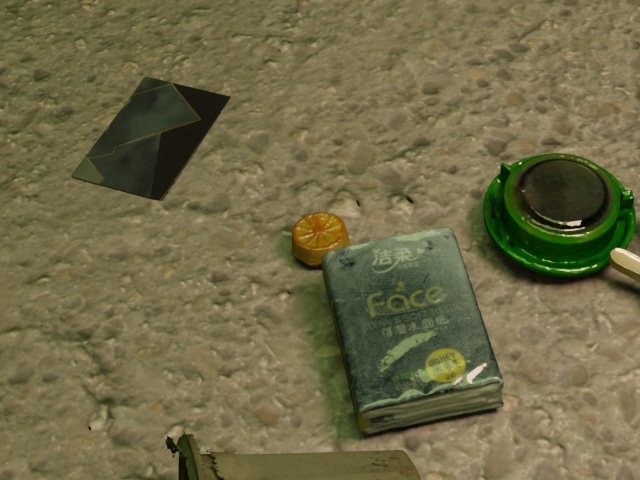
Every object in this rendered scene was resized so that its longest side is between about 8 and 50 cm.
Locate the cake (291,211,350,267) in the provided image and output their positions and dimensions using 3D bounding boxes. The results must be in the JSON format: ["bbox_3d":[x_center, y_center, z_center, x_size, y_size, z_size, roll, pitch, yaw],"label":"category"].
[{"bbox_3d":[0.000,0.000,1.717,0.084,0.044,0.084,-3,48,4],"label":"cake"}]

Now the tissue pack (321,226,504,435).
[{"bbox_3d":[0.114,0.114,1.578,0.185,0.081,0.257,-11,50,-2],"label":"tissue pack"}]

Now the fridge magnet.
[{"bbox_3d":[0.327,-0.041,1.677,0.208,0.088,0.208,-1,54,2],"label":"fridge magnet"}]

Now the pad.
[{"bbox_3d":[-0.263,-0.165,1.923,0.163,0.004,0.243,15,53,19],"label":"pad"}]

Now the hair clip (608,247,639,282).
[{"bbox_3d":[0.459,0.030,1.594,0.159,0.071,0.219,-4,65,-5],"label":"hair clip"}]

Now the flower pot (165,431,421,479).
[{"bbox_3d":[-0.022,0.336,1.306,0.259,0.290,0.290,-3,47,-13],"label":"flower pot"}]
